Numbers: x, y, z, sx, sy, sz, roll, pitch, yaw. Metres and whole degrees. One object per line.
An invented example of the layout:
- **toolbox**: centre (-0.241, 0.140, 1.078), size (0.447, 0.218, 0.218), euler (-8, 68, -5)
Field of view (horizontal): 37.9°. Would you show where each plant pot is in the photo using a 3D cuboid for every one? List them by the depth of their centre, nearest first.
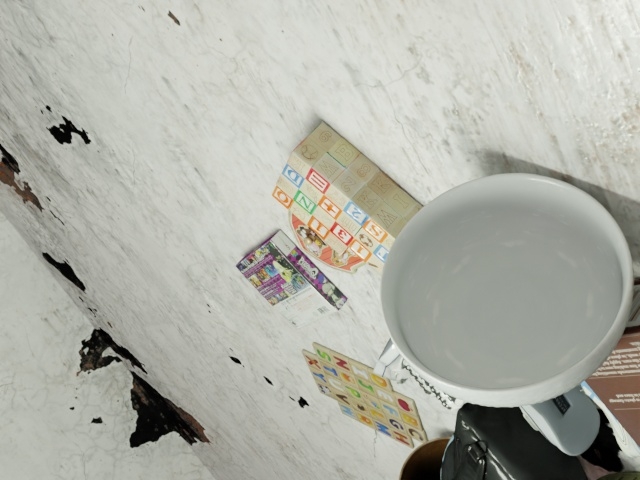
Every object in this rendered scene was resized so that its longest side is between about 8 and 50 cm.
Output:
- **plant pot**: centre (0.295, 0.578, 2.108), size (0.215, 0.215, 0.230), euler (30, 164, 23)

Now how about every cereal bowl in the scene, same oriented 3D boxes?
- **cereal bowl**: centre (0.261, 0.080, 1.298), size (0.339, 0.339, 0.141), euler (25, 162, 31)

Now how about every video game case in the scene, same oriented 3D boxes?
- **video game case**: centre (-0.069, 0.092, 2.044), size (0.210, 0.042, 0.232), euler (46, 152, -5)

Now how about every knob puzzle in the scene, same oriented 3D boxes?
- **knob puzzle**: centre (0.000, 0.000, 1.837), size (0.213, 0.030, 0.213), euler (32, 151, 20)

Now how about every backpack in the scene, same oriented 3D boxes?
- **backpack**: centre (0.362, 0.475, 1.805), size (0.290, 0.273, 0.356), euler (47, 140, 26)

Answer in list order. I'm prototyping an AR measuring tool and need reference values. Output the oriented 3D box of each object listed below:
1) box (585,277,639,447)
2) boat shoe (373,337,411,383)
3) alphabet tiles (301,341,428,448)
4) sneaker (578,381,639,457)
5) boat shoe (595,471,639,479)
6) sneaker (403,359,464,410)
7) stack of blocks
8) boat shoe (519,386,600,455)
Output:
- **box**: centre (0.539, 0.230, 1.337), size (0.381, 0.143, 0.191), euler (51, 151, -11)
- **boat shoe**: centre (0.169, 0.234, 1.887), size (0.084, 0.095, 0.258), euler (29, 166, 7)
- **alphabet tiles**: centre (0.104, 0.376, 2.252), size (0.342, 0.011, 0.285), euler (20, 144, 37)
- **sneaker**: centre (0.482, 0.247, 1.514), size (0.086, 0.085, 0.237), euler (-31, 100, 29)
- **boat shoe**: centre (0.607, 0.485, 1.632), size (0.302, 0.113, 0.103), euler (-5, 121, 54)
- **sneaker**: centre (0.229, 0.225, 1.676), size (0.110, 0.118, 0.292), euler (53, 177, -2)
- **stack of blocks**: centre (0.068, -0.046, 1.618), size (0.297, 0.087, 0.171), euler (41, 153, 4)
- **boat shoe**: centre (0.349, 0.212, 1.595), size (0.156, 0.136, 0.367), euler (26, 158, 54)
